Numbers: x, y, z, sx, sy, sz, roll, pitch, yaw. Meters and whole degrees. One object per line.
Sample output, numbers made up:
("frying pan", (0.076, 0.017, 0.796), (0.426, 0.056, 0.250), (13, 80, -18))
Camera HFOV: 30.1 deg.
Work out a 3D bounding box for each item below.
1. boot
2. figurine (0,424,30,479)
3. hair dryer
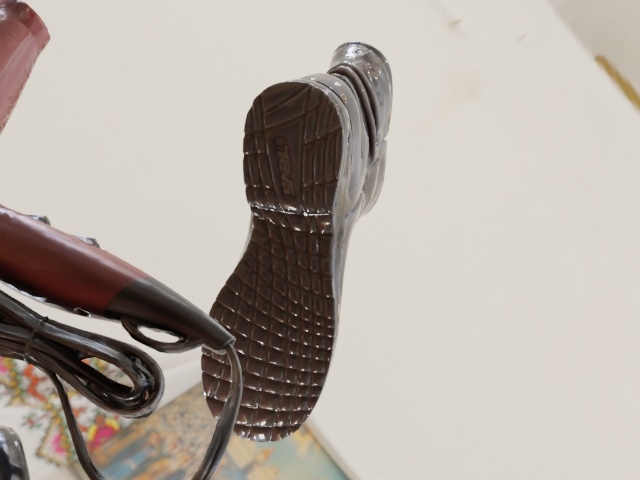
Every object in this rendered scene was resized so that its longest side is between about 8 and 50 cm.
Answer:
("boot", (0.000, 0.000, 1.076), (0.118, 0.223, 0.338), (19, -70, 12))
("figurine", (-0.246, 0.202, 0.599), (0.092, 0.209, 0.215), (-118, -154, -45))
("hair dryer", (-0.164, 0.003, 0.577), (0.080, 0.224, 0.293), (106, -23, -59))
